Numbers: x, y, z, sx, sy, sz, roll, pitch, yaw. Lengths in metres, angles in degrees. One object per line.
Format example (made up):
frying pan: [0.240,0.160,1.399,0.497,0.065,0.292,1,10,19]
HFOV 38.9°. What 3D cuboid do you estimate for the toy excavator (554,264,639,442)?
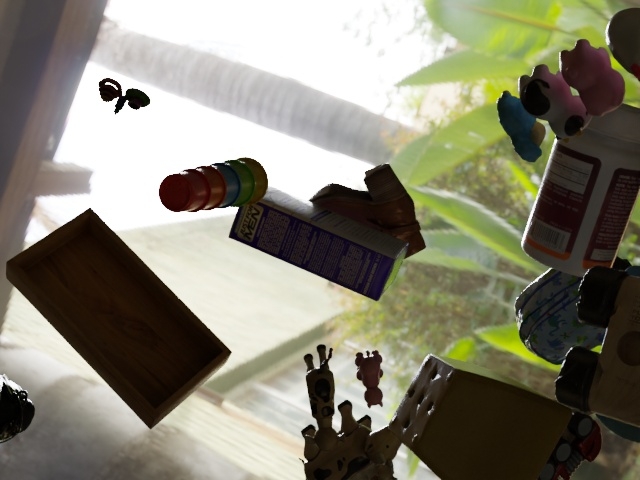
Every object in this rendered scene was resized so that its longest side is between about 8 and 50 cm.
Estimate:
toy excavator: [0.636,0.150,1.587,0.445,0.222,0.433,23,-98,-50]

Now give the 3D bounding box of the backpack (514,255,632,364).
backpack: [0.735,0.197,2.649,0.290,0.355,0.273,34,-134,-33]

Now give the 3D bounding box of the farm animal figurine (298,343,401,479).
farm animal figurine: [0.066,0.383,1.776,0.327,0.330,0.172,-54,26,28]

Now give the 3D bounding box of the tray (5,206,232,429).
tray: [-0.389,0.144,1.746,0.203,0.411,0.076,-40,-10,-34]

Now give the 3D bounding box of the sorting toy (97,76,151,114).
sorting toy: [-0.371,-0.261,1.686,0.061,0.102,0.042,132,159,-60]

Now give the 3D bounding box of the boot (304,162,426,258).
boot: [0.087,-0.033,2.071,0.220,0.283,0.109,63,-162,-18]

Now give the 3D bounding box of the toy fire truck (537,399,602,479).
toy fire truck: [0.594,0.536,2.133,0.217,0.158,0.246,-45,-63,-14]

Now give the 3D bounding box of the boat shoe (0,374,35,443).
boat shoe: [-0.556,0.296,1.574,0.340,0.113,0.127,141,139,-61]

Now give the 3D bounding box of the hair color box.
hair color box: [0.000,0.000,1.896,0.110,0.338,0.185,-68,-10,14]

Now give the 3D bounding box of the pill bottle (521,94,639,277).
pill bottle: [0.634,-0.130,2.129,0.224,0.224,0.392,-28,-44,-65]

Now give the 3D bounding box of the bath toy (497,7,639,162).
bath toy: [0.471,-0.268,1.604,0.348,0.151,0.129,-36,47,51]

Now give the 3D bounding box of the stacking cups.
stacking cups: [-0.186,-0.087,1.589,0.316,0.096,0.096,-32,-38,-71]

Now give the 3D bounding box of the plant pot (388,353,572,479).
plant pot: [0.235,0.299,1.459,0.212,0.187,0.212,-61,13,-3]
